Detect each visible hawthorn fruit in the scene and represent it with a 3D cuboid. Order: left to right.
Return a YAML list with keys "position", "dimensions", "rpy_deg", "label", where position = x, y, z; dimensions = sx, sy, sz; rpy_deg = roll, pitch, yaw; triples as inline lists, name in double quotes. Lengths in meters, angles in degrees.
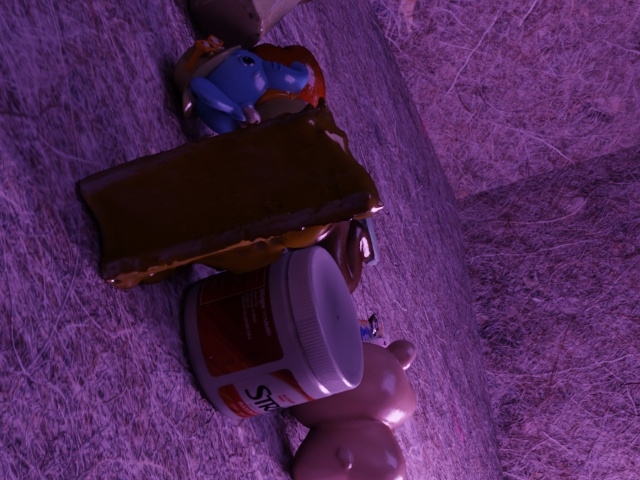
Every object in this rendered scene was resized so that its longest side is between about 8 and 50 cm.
- position: [-0.077, -0.253, 1.836]
  dimensions: [0.189, 0.189, 0.189]
  rpy_deg: [-17, 90, -75]
  label: "hawthorn fruit"

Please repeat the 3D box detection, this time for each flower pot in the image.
- position: [-0.118, -0.444, 1.791]
  dimensions: [0.202, 0.212, 0.212]
  rpy_deg: [-56, 133, -37]
  label: "flower pot"

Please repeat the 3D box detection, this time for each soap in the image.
- position: [-0.071, -0.054, 1.290]
  dimensions: [0.304, 0.339, 0.169]
  rpy_deg: [-18, 93, -74]
  label: "soap"

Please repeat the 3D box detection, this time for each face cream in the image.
- position: [-0.062, 0.125, 1.419]
  dimensions: [0.201, 0.187, 0.201]
  rpy_deg: [-17, 90, -75]
  label: "face cream"

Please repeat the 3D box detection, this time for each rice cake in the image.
- position: [0.104, -0.041, 2.521]
  dimensions: [0.043, 0.034, 0.211]
  rpy_deg: [19, 55, -62]
  label: "rice cake"

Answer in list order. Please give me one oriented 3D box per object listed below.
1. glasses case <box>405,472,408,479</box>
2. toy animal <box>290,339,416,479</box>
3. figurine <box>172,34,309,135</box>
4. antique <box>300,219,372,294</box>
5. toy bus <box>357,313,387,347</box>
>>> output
- position: [0.130, 0.456, 2.025]
  dimensions: [0.204, 0.051, 0.081]
  rpy_deg: [14, 59, -73]
  label: "glasses case"
- position: [0.042, 0.286, 1.628]
  dimensions: [0.221, 0.210, 0.229]
  rpy_deg: [-77, 164, -60]
  label: "toy animal"
- position: [-0.102, -0.210, 1.610]
  dimensions: [0.262, 0.154, 0.180]
  rpy_deg: [29, 49, -16]
  label: "figurine"
- position: [0.000, 0.000, 1.934]
  dimensions: [0.143, 0.121, 0.257]
  rpy_deg: [-62, 143, -31]
  label: "antique"
- position: [0.051, 0.194, 1.960]
  dimensions: [0.274, 0.090, 0.112]
  rpy_deg: [18, 65, -71]
  label: "toy bus"
